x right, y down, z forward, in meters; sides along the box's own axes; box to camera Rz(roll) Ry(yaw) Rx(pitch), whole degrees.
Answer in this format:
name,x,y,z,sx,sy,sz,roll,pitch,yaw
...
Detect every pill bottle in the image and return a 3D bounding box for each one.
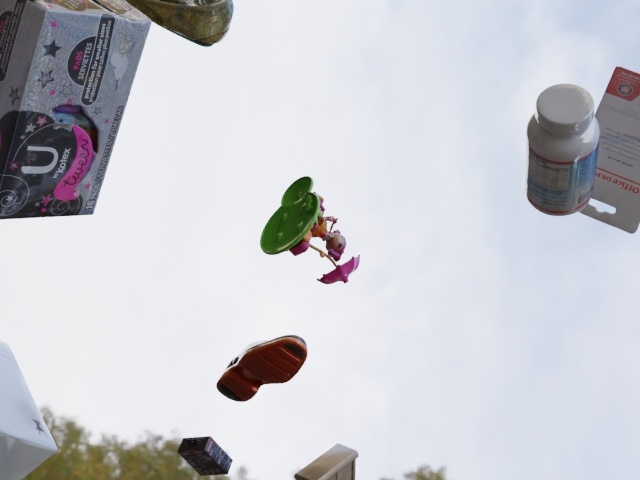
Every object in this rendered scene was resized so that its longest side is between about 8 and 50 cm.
name,x,y,z,sx,sy,sz,roll,pitch,yaw
pill bottle,0.289,-0.109,1.267,0.160,0.087,0.087,79,0,-52

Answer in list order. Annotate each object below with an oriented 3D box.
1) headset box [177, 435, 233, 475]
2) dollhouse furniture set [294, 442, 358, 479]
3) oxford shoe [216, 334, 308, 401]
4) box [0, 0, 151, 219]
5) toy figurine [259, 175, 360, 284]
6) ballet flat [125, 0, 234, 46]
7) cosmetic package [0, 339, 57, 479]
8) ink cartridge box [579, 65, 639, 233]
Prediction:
name,x,y,z,sx,sy,sz,roll,pitch,yaw
headset box,-0.200,0.368,1.810,0.062,0.083,0.032,-12,-140,32
dollhouse furniture set,0.122,0.467,1.597,0.355,0.303,0.174,15,-64,35
oxford shoe,-0.106,0.219,2.002,0.271,0.097,0.098,-32,-155,47
box,-0.317,-0.167,1.175,0.163,0.142,0.247,39,-61,34
toy figurine,0.000,0.000,1.797,0.130,0.159,0.173,-26,-144,33
ballet flat,-0.303,-0.422,1.701,0.123,0.348,0.123,-162,-90,-75
cosmetic package,-0.394,0.188,1.034,0.183,0.151,0.151,-39,-121,4
ink cartridge box,0.411,-0.117,1.407,0.115,0.067,0.198,25,-83,21
